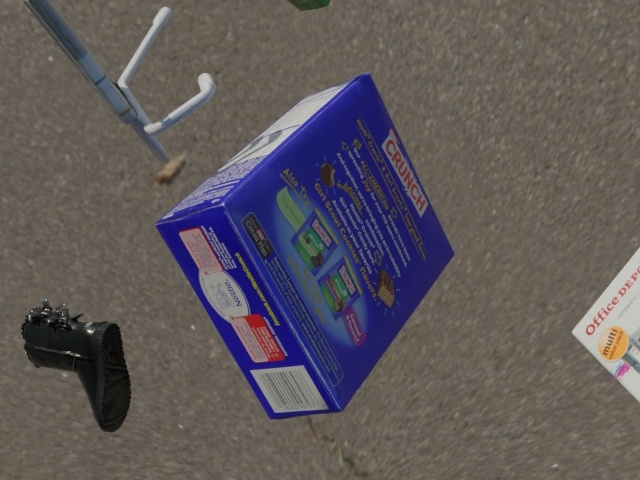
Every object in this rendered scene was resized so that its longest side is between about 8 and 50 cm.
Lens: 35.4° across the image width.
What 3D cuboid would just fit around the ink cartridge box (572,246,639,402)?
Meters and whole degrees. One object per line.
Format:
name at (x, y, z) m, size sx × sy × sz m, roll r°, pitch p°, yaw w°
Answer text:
ink cartridge box at (0.366, 0.109, 0.981) m, size 0.128 × 0.127 × 0.176 m, roll -55°, pitch 41°, yaw 15°

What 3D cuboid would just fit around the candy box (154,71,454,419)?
candy box at (0.000, 0.000, 1.152) m, size 0.317 × 0.122 × 0.268 m, roll -46°, pitch 116°, yaw -44°

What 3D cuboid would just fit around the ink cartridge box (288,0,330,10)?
ink cartridge box at (-0.055, -0.469, 1.515) m, size 0.208 × 0.087 × 0.153 m, roll 29°, pitch 83°, yaw -31°

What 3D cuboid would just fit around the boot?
boot at (-0.236, 0.120, 0.964) m, size 0.099 × 0.045 × 0.121 m, roll 8°, pitch 113°, yaw 25°

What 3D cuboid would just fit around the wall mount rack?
wall mount rack at (-0.245, -0.268, 1.146) m, size 0.130 × 0.350 × 0.304 m, roll -36°, pitch 35°, yaw -2°
